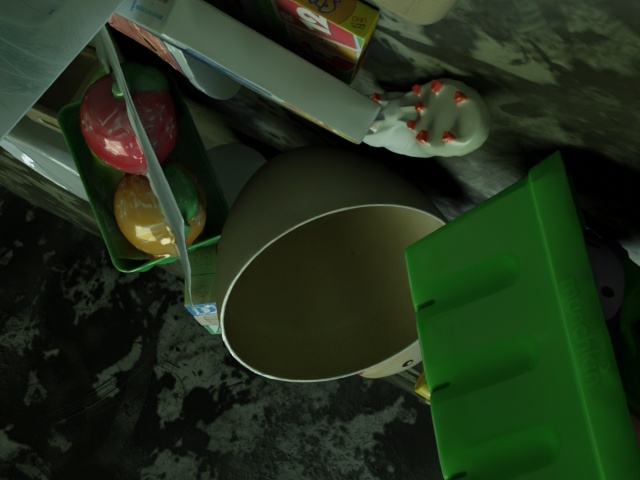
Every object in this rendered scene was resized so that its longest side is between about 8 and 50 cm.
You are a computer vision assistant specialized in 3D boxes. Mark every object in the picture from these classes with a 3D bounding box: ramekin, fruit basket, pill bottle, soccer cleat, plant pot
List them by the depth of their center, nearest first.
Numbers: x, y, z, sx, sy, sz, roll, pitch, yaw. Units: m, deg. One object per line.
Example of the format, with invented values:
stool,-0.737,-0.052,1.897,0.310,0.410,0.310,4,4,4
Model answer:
fruit basket,0.290,0.122,1.007,0.392,0.392,0.283,23,164,32
soccer cleat,0.101,-0.105,1.028,0.076,0.068,0.196,18,177,-29
plant pot,0.000,0.000,1.332,0.284,0.284,0.191,40,-160,-46
fruit basket,-0.198,-0.111,1.342,0.353,0.165,0.327,112,136,-68
pill bottle,-0.097,-0.030,1.633,0.153,0.153,0.265,26,168,18
ramekin,-0.397,-0.160,1.884,0.273,0.127,0.273,28,170,6

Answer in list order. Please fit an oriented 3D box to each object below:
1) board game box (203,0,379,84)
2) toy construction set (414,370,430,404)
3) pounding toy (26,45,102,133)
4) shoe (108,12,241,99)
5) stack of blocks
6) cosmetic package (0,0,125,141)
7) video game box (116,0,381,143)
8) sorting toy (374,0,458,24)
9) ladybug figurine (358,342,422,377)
board game box,-0.075,-0.226,0.992,0.259,0.039,0.124,32,169,2
toy construction set,0.199,0.158,1.424,0.237,0.257,0.309,40,-166,-11
pounding toy,-0.330,-0.188,1.567,0.141,0.130,0.100,24,168,25
shoe,-0.154,-0.215,1.179,0.081,0.063,0.178,20,161,47
stack of blocks,-0.015,0.061,1.536,0.297,0.087,0.171,-6,157,9
cosmetic package,-0.307,-0.231,0.972,0.224,0.225,0.138,45,164,-30
video game box,-0.070,-0.165,1.030,0.205,0.048,0.187,27,-173,-26
sorting toy,0.015,-0.226,0.762,0.208,0.038,0.193,26,170,-5
ladybug figurine,-0.009,0.092,1.942,0.449,0.162,0.305,30,170,0
